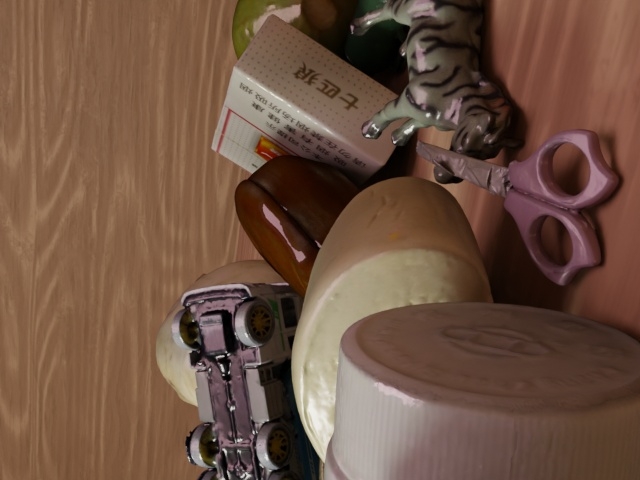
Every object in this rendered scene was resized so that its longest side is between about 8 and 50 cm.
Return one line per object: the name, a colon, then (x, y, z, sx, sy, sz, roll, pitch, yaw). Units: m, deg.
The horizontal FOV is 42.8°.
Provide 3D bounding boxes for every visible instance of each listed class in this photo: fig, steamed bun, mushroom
fig: (-0.030, -0.299, 1.146, 0.230, 0.207, 0.207, -18, -65, -69)
steamed bun: (0.058, 0.081, 0.679, 0.200, 0.155, 0.250, -82, -8, -66)
mushroom: (-0.097, 0.204, 1.368, 0.314, 0.314, 0.336, -106, -8, -58)

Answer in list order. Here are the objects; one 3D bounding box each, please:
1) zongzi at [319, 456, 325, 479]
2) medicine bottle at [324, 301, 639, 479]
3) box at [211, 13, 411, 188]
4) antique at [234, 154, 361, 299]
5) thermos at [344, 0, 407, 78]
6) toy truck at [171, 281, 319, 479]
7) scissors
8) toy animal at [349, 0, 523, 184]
zongzi: (0.047, 0.251, 0.977, 0.176, 0.078, 0.160, 119, 155, -57)
medicine bottle: (0.089, 0.213, 0.503, 0.190, 0.190, 0.332, -130, 44, -73)
box: (-0.025, -0.147, 1.098, 0.095, 0.210, 0.330, -59, 5, -14)
antique: (0.000, 0.000, 1.001, 0.223, 0.129, 0.278, 57, 170, -26)
thermos: (0.080, -0.272, 1.014, 0.187, 0.083, 0.073, 110, -176, -59)
toy truck: (-0.076, 0.234, 1.082, 0.146, 0.175, 0.367, -8, 91, 35)
scissors: (0.134, -0.046, 0.620, 0.212, 0.021, 0.110, 32, 122, 51)
toy animal: (0.105, -0.146, 0.784, 0.170, 0.090, 0.255, -44, 49, 45)
